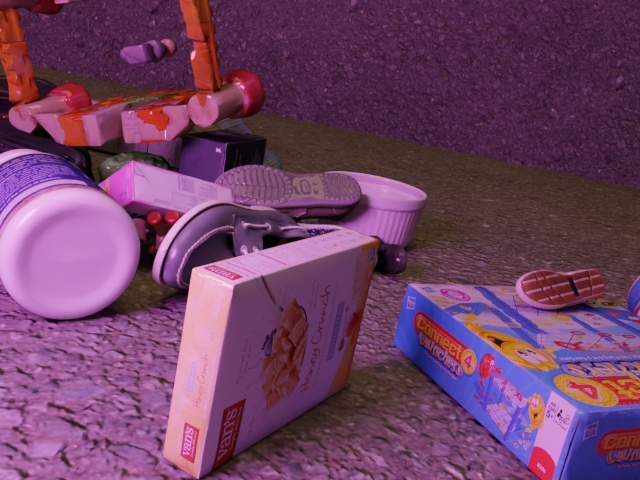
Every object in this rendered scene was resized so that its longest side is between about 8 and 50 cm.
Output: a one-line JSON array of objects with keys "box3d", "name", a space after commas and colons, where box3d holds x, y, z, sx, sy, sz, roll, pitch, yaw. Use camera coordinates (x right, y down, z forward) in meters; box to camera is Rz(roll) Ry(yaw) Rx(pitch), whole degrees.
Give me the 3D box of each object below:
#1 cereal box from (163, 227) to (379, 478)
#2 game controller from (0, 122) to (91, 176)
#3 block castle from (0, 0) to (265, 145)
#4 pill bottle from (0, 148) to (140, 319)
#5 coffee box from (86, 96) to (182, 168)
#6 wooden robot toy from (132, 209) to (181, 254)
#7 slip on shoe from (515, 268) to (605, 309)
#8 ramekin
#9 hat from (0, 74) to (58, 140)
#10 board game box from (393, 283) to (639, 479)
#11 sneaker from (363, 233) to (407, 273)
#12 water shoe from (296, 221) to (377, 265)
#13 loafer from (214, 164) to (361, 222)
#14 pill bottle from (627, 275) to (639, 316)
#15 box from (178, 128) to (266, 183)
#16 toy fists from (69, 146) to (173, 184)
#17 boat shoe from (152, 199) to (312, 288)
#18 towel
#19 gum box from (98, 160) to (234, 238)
[{"box3d": [-0.035, 0.089, 0.635, 0.047, 0.173, 0.240, 21, 19, 27], "name": "cereal box"}, {"box3d": [-0.527, -0.117, 1.128, 0.319, 0.067, 0.166, 19, 61, 27], "name": "game controller"}, {"box3d": [-0.332, -0.339, 1.215, 0.453, 0.303, 0.213, 1, 22, 20], "name": "block castle"}, {"box3d": [-0.336, -0.022, 0.852, 0.153, 0.153, 0.265, -1, 20, -36], "name": "pill bottle"}, {"box3d": [-0.409, -0.264, 1.694, 0.297, 0.118, 0.168, 13, 15, 6], "name": "coffee box"}, {"box3d": [-0.220, 0.009, 0.971, 0.173, 0.079, 0.076, -5, -24, 5], "name": "wooden robot toy"}, {"box3d": [0.296, 0.062, 0.876, 0.135, 0.051, 0.041, -7, -17, -27], "name": "slip on shoe"}, {"box3d": [0.092, -0.054, 1.326, 0.207, 0.109, 0.207, 9, 16, -3], "name": "ramekin"}, {"box3d": [-0.627, -0.229, 1.415, 0.331, 0.134, 0.331, 16, 26, -8], "name": "hat"}, {"box3d": [0.294, 0.148, 0.804, 0.308, 0.086, 0.302, 3, 17, -26], "name": "board game box"}, {"box3d": [0.072, 0.017, 1.178, 0.089, 0.051, 0.170, 4, 13, -22], "name": "sneaker"}, {"box3d": [0.000, 0.000, 1.144, 0.203, 0.072, 0.080, 15, 11, 12], "name": "water shoe"}, {"box3d": [-0.058, -0.065, 1.185, 0.251, 0.087, 0.094, 5, 50, -7], "name": "loafer"}, {"box3d": [0.525, 0.105, 1.034, 0.124, 0.124, 0.221, 16, 17, 16], "name": "pill bottle"}, {"box3d": [-0.182, -0.117, 1.271, 0.093, 0.156, 0.158, 15, 17, 18], "name": "box"}, {"box3d": [-0.405, -0.119, 1.254, 0.279, 0.096, 0.142, 7, 9, -8], "name": "toy fists"}, {"box3d": [-0.104, 0.013, 0.956, 0.099, 0.116, 0.319, 26, 16, 19], "name": "boat shoe"}, {"box3d": [-0.218, -0.234, 1.593, 0.271, 0.040, 0.370, 50, 17, -4], "name": "towel"}, {"box3d": [-0.225, -0.049, 1.030, 0.107, 0.062, 0.188, -24, -26, 39], "name": "gum box"}]
